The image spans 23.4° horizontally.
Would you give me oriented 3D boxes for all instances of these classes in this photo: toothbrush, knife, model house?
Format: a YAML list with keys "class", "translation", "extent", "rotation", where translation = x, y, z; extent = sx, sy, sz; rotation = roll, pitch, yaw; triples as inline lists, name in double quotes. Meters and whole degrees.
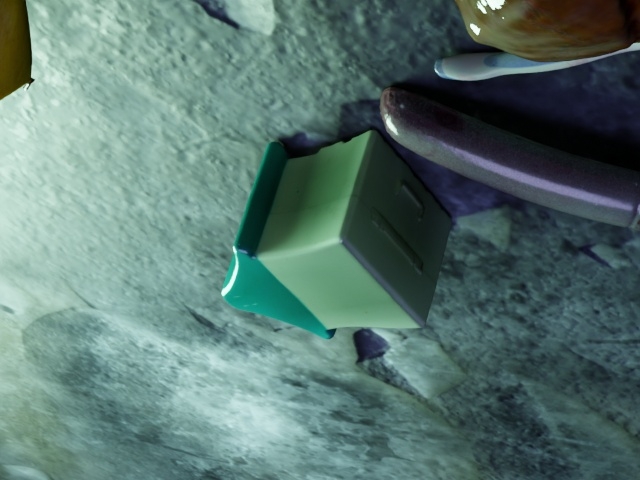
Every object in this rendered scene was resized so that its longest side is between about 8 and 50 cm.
- class: "toothbrush"
  translation: [0.184, -0.122, 0.914]
  extent: [0.269, 0.021, 0.027]
  rotation: [-7, 137, 36]
- class: "knife"
  translation: [0.170, -0.049, 1.016]
  extent: [0.278, 0.053, 0.123]
  rotation: [15, 144, 3]
- class: "model house"
  translation: [0.000, 0.000, 1.132]
  extent: [0.149, 0.100, 0.127]
  rotation: [-9, 140, 34]

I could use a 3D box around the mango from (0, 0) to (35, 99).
- class: "mango"
  translation: [-0.278, -0.131, 1.039]
  extent: [0.154, 0.126, 0.252]
  rotation: [42, 137, -3]

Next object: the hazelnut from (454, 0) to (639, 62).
- class: "hazelnut"
  translation: [0.131, -0.171, 0.727]
  extent: [0.182, 0.182, 0.182]
  rotation: [13, 149, 8]
